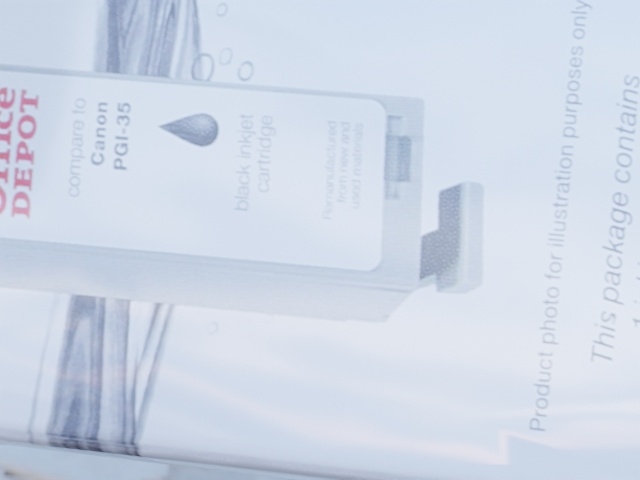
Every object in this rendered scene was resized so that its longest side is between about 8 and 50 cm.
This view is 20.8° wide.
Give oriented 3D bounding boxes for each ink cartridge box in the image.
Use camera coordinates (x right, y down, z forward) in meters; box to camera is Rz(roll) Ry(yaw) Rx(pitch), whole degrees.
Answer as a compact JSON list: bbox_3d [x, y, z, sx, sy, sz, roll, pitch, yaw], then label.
[{"bbox_3d":[0.000,0.000,0.439,0.283,0.117,0.207,5,-6,11],"label":"ink cartridge box"}]
